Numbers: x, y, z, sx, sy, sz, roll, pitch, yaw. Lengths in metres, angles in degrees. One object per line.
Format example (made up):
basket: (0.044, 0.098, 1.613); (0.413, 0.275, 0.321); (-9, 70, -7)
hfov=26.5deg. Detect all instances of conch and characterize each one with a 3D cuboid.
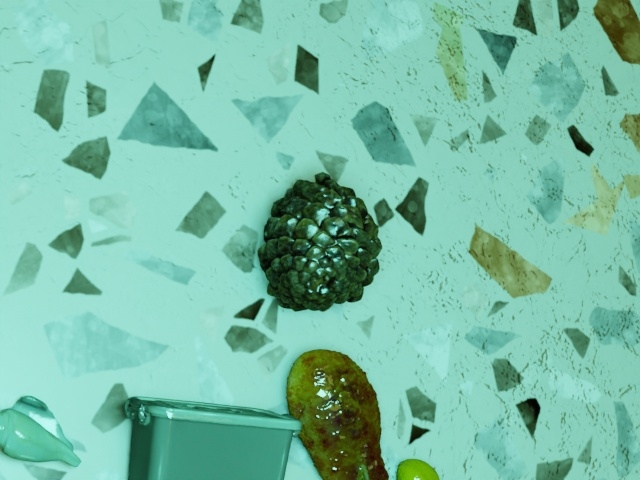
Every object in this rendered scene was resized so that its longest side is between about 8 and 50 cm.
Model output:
conch: (-0.409, 0.262, 1.860); (0.180, 0.088, 0.065); (27, 114, -26)

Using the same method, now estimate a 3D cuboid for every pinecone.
pinecone: (-0.004, 0.003, 2.027); (0.184, 0.179, 0.204); (-13, 42, -7)

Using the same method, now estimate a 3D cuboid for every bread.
bread: (0.032, 0.289, 2.038); (0.139, 0.095, 0.268); (-16, 92, -19)

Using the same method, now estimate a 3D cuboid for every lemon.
lemon: (0.152, 0.376, 2.095); (0.065, 0.065, 0.092); (-37, 93, -26)

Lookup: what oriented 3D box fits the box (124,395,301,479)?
box: (-0.159, 0.301, 1.917); (0.243, 0.163, 0.135); (10, 86, -25)
